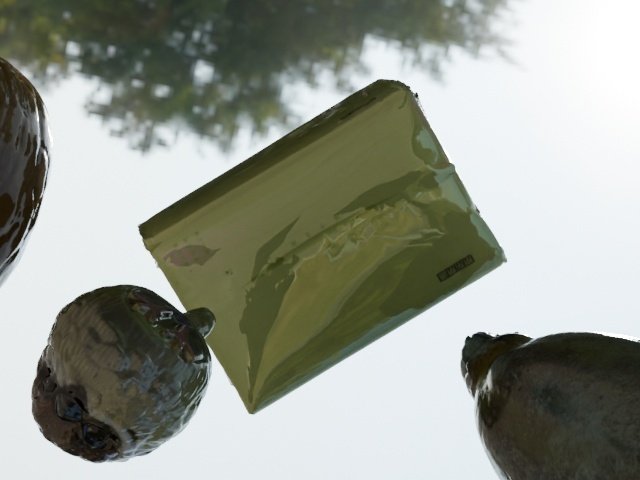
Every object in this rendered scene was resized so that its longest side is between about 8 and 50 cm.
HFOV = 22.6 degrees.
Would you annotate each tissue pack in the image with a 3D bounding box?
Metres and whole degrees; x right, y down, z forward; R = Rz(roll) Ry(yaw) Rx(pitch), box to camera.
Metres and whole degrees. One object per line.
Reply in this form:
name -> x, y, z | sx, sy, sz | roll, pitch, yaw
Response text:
tissue pack -> 0.000, 0.000, 1.220 | 0.159, 0.234, 0.125 | 60, -2, -12

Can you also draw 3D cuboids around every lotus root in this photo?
lotus root -> 0.193, 0.140, 1.041 | 0.322, 0.140, 0.158 | 24, -51, 41

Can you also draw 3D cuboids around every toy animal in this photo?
toy animal -> -0.107, 0.074, 0.889 | 0.137, 0.098, 0.098 | -15, 120, -74

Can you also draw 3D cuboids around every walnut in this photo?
walnut -> -0.263, -0.036, 1.037 | 0.167, 0.167, 0.207 | -13, -126, 60
